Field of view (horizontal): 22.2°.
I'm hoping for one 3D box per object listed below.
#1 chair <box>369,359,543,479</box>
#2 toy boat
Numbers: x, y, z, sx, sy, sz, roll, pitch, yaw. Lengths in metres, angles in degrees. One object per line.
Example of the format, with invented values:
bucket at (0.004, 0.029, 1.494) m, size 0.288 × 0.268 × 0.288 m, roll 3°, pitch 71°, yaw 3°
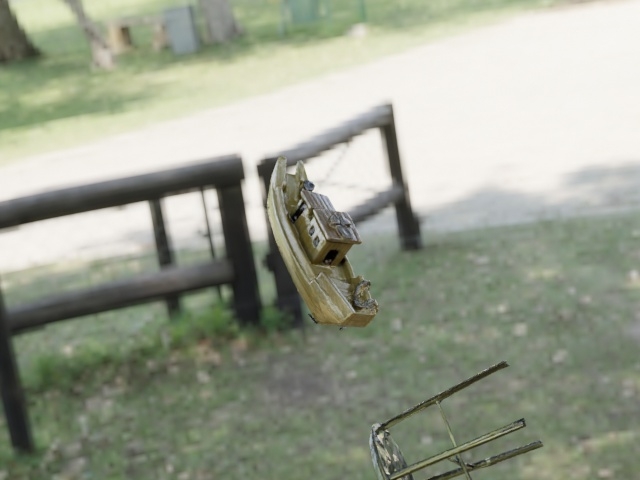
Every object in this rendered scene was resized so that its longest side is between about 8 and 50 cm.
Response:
chair at (0.091, 0.277, 1.809) m, size 0.326 × 0.159 × 0.170 m, roll -25°, pitch 27°, yaw 8°
toy boat at (0.000, 0.000, 1.572) m, size 0.064 × 0.072 × 0.206 m, roll 8°, pitch 43°, yaw -38°
